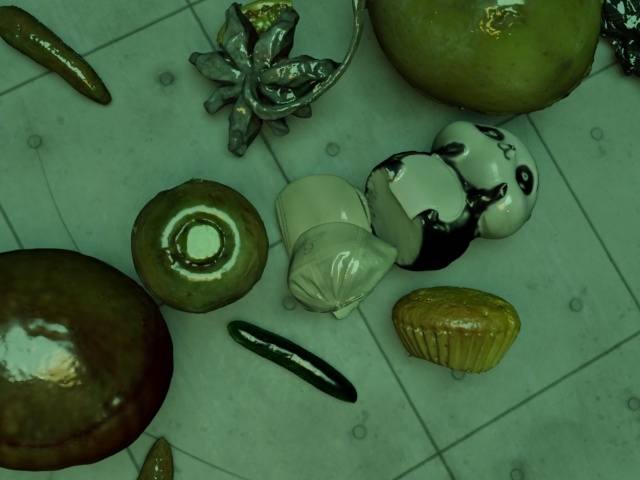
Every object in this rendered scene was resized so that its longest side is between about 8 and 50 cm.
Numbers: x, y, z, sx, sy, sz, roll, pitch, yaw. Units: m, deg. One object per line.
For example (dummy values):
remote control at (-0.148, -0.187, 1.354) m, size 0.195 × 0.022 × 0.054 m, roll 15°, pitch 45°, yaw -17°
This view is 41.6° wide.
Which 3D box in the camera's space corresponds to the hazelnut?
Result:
hazelnut at (-0.447, 0.202, 1.364) m, size 0.421 × 0.421 × 0.352 m, roll -14°, pitch 66°, yaw -8°

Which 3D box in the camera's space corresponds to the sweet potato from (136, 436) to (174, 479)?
sweet potato at (-0.324, 0.519, 1.474) m, size 0.114 × 0.092 × 0.341 m, roll 25°, pitch 79°, yaw 15°

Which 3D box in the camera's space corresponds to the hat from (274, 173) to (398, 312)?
hat at (0.000, 0.000, 1.521) m, size 0.220 × 0.164 × 0.226 m, roll -26°, pitch 101°, yaw 24°

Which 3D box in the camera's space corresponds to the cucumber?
cucumber at (-0.047, 0.223, 1.569) m, size 0.284 × 0.056 × 0.056 m, roll 31°, pitch 80°, yaw -6°

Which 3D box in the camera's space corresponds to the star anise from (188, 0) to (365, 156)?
star anise at (-0.106, -0.318, 1.550) m, size 0.316 × 0.139 × 0.359 m, roll 20°, pitch 107°, yaw 10°

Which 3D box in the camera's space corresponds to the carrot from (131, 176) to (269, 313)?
carrot at (-0.209, 0.015, 1.439) m, size 0.224 × 0.341 × 0.224 m, roll 1°, pitch 84°, yaw -10°

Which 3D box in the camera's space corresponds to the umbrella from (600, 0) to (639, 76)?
umbrella at (0.627, -0.456, 1.699) m, size 0.336 × 0.154 × 0.128 m, roll 54°, pitch 40°, yaw 2°

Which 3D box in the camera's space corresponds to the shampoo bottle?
shampoo bottle at (0.070, 0.080, 1.606) m, size 0.152 × 0.045 × 0.077 m, roll -38°, pitch 86°, yaw -8°

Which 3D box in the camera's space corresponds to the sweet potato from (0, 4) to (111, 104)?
sweet potato at (-0.506, -0.353, 1.591) m, size 0.273 × 0.075 × 0.075 m, roll 36°, pitch 79°, yaw -1°

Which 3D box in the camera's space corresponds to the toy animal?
toy animal at (0.256, -0.090, 1.571) m, size 0.310 × 0.251 × 0.250 m, roll -19°, pitch 84°, yaw -20°

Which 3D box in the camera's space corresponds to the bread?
bread at (0.242, 0.158, 1.525) m, size 0.240 × 0.240 × 0.139 m, roll 4°, pitch 93°, yaw -6°

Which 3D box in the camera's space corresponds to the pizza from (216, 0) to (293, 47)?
pizza at (-0.111, -0.412, 1.657) m, size 0.175 × 0.046 × 0.134 m, roll -41°, pitch 88°, yaw -11°

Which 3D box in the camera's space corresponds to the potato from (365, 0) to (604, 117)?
potato at (0.279, -0.449, 1.493) m, size 0.442 × 0.319 × 0.385 m, roll 28°, pitch 93°, yaw 23°
